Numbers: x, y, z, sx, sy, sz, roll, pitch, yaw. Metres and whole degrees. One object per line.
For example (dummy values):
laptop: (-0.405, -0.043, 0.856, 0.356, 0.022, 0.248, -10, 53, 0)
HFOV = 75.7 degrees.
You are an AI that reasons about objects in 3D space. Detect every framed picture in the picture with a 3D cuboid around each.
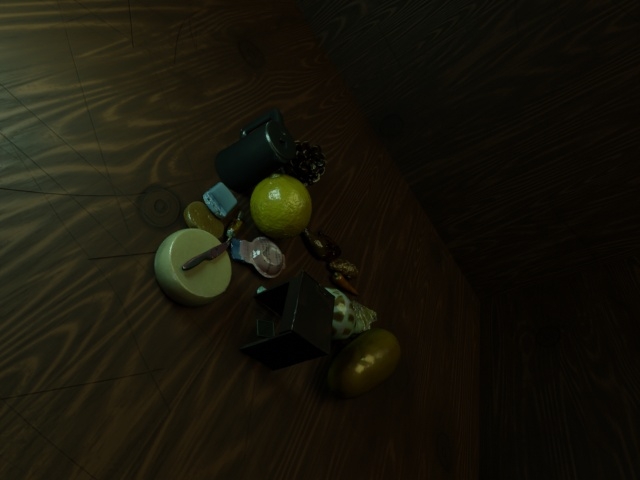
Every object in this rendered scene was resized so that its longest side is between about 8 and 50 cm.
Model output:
framed picture: (-0.215, 0.347, 1.615, 0.089, 0.006, 0.066, 23, 51, -46)

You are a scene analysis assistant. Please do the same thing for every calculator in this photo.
calculator: (-0.394, -0.162, 1.636, 0.121, 0.039, 0.210, 54, 17, -16)

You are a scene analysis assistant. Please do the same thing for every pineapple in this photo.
pineapple: (0.182, 0.392, 2.060, 0.236, 0.114, 0.186, -16, 82, -54)

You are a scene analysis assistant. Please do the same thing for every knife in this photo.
knife: (-0.376, 0.050, 1.387, 0.036, 0.018, 0.247, 59, 33, -4)

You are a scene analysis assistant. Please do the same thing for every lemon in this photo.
lemon: (-0.168, -0.142, 1.771, 0.293, 0.292, 0.293, 34, 43, -39)

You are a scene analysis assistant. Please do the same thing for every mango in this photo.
mango: (0.188, 0.540, 1.795, 0.232, 0.300, 0.445, 49, 29, 16)

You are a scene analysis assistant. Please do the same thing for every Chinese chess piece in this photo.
Chinese chess piece: (-0.427, 0.091, 1.399, 0.273, 0.102, 0.274, 31, 46, -40)

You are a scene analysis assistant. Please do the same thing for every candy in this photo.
candy: (-0.350, -0.057, 1.661, 0.046, 0.053, 0.182, 41, 37, -20)

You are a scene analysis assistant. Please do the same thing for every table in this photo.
table: (-0.120, 0.300, 1.514, 0.196, 0.281, 0.251, 41, 40, -32)

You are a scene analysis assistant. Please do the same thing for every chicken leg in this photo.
chicken leg: (0.002, 0.010, 2.103, 0.322, 0.082, 0.178, 17, 46, -52)

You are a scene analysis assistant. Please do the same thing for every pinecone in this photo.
pinecone: (-0.089, -0.395, 2.079, 0.243, 0.309, 0.245, 4, 78, -21)

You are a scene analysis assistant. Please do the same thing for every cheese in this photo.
cheese: (-0.249, 0.061, 1.701, 0.285, 0.074, 0.189, 16, 55, -46)

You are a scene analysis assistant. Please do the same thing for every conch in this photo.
conch: (0.050, 0.319, 1.836, 0.368, 0.197, 0.249, 61, 3, -28)

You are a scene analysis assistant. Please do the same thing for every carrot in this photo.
carrot: (0.132, 0.239, 2.156, 0.257, 0.061, 0.061, 46, 35, -42)

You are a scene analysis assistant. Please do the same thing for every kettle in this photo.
kettle: (-0.263, -0.376, 1.761, 0.203, 0.307, 0.262, 47, 36, -26)

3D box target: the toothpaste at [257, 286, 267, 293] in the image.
toothpaste: (-0.181, 0.252, 1.706, 0.205, 0.036, 0.056, 42, 39, -37)

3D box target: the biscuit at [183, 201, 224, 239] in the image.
biscuit: (-0.438, -0.071, 1.545, 0.170, 0.050, 0.170, 43, 30, -33)

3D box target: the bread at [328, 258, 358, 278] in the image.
bread: (0.135, 0.146, 2.169, 0.232, 0.076, 0.105, 23, 15, -43)
